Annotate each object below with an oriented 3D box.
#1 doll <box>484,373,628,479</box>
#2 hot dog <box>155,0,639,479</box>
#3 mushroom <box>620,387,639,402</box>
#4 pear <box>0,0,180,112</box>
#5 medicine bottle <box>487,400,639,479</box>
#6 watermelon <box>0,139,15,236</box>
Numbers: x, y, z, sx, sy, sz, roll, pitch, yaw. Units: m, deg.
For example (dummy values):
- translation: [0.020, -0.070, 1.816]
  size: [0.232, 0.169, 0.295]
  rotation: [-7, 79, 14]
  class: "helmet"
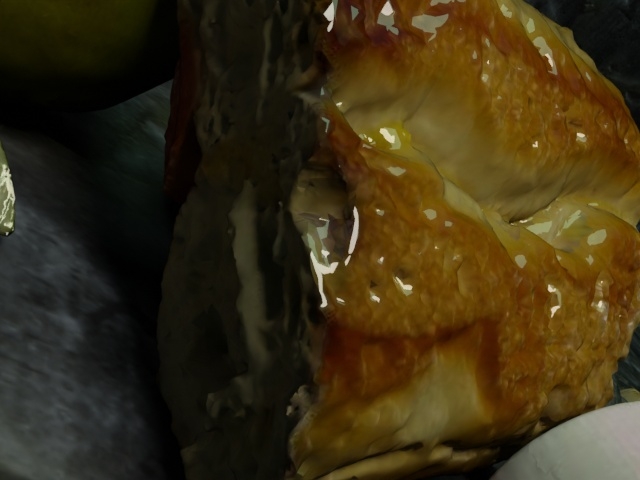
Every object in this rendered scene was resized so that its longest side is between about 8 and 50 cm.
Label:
- translation: [0.153, 0.068, 0.693]
  size: [0.246, 0.158, 0.340]
  rotation: [-22, 76, -34]
  class: "doll"
- translation: [0.076, -0.029, 0.503]
  size: [0.365, 0.196, 0.367]
  rotation: [7, 82, -39]
  class: "hot dog"
- translation: [0.316, 0.212, 0.822]
  size: [0.148, 0.112, 0.148]
  rotation: [41, 11, -10]
  class: "mushroom"
- translation: [-0.197, -0.216, 0.504]
  size: [0.321, 0.269, 0.269]
  rotation: [11, 35, -31]
  class: "pear"
- translation: [0.209, 0.248, 0.335]
  size: [0.256, 0.256, 0.325]
  rotation: [36, 14, -22]
  class: "medicine bottle"
- translation: [-0.267, -0.083, 0.388]
  size: [0.245, 0.063, 0.119]
  rotation: [34, 40, -39]
  class: "watermelon"
